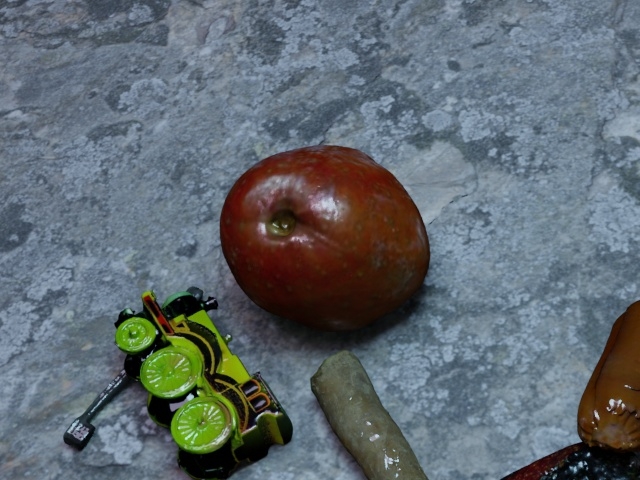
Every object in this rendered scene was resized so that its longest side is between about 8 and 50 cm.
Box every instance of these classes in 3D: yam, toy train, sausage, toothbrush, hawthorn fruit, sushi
[{"bbox_3d":[0.084,0.283,1.671,0.081,0.081,0.356,-25,47,-7],"label":"yam"},{"bbox_3d":[-0.164,0.184,1.796,0.160,0.100,0.296,-29,57,-13],"label":"toy train"},{"bbox_3d":[0.385,0.153,1.618,0.102,0.102,0.330,7,24,21],"label":"sausage"},{"bbox_3d":[-0.257,0.174,1.888,0.030,0.030,0.297,27,61,23],"label":"toothbrush"},{"bbox_3d":[0.000,0.000,1.828,0.284,0.284,0.284,-8,49,9],"label":"hawthorn fruit"},{"bbox_3d":[0.283,0.327,1.540,0.225,0.136,0.126,-22,39,2],"label":"sushi"}]
